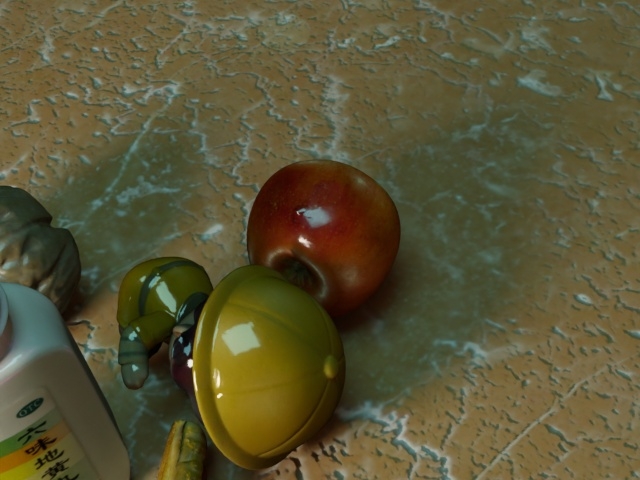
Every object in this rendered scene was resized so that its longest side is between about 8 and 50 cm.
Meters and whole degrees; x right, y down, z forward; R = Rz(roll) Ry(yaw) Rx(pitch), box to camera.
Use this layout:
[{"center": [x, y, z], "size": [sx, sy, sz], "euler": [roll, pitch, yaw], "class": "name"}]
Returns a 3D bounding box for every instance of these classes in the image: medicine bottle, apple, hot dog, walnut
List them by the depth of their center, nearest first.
[{"center": [-0.292, 0.145, 1.166], "size": [0.179, 0.324, 0.124], "euler": [-23, 49, -8], "class": "medicine bottle"}, {"center": [-0.136, 0.262, 1.211], "size": [0.047, 0.066, 0.216], "euler": [18, 49, -9], "class": "hot dog"}, {"center": [0.000, 0.000, 1.339], "size": [0.163, 0.163, 0.139], "euler": [9, 45, 19], "class": "apple"}, {"center": [-0.368, 0.045, 1.377], "size": [0.230, 0.178, 0.178], "euler": [-41, 53, -9], "class": "walnut"}]

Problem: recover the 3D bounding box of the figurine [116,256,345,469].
[{"center": [-0.090, 0.097, 1.258], "size": [0.256, 0.167, 0.192], "euler": [32, 25, 33], "class": "figurine"}]
